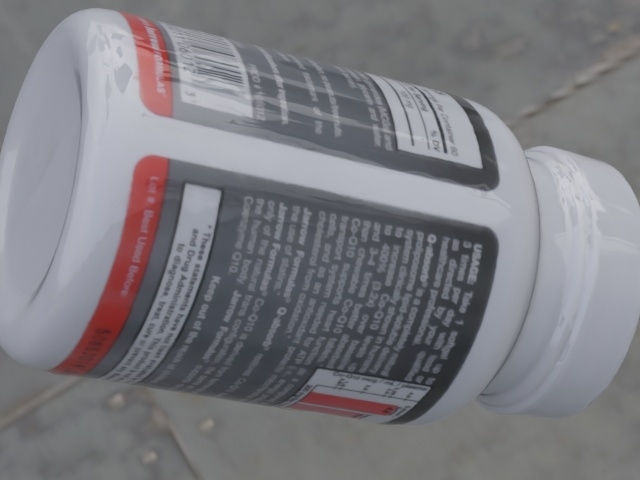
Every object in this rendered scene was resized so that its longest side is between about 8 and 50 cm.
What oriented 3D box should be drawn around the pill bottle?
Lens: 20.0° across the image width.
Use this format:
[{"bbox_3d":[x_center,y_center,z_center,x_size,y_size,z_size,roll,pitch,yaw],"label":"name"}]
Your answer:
[{"bbox_3d":[0.000,0.000,1.090,0.363,0.210,0.210,12,27,-24],"label":"pill bottle"}]
